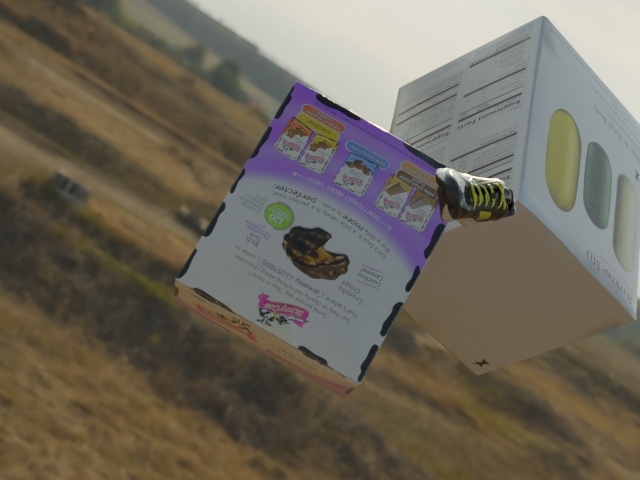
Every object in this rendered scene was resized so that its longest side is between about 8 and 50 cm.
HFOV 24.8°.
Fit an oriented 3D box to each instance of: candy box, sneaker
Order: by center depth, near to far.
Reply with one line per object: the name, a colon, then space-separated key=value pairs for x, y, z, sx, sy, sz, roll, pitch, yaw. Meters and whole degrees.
sneaker: x=0.089 y=-0.027 z=0.828 sx=0.035 sy=0.031 sz=0.083 roll=-8 pitch=-5 yaw=19
candy box: x=0.000 y=0.000 z=1.163 sx=0.165 sy=0.196 sz=0.070 roll=30 pitch=-18 yaw=0

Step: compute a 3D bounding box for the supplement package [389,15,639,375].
supplement package: x=0.193 y=-0.043 z=1.476 sx=0.199 sy=0.198 sz=0.262 roll=42 pitch=43 yaw=-29
